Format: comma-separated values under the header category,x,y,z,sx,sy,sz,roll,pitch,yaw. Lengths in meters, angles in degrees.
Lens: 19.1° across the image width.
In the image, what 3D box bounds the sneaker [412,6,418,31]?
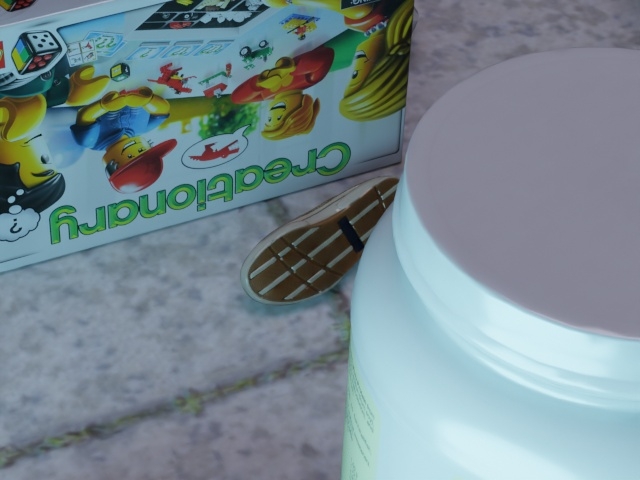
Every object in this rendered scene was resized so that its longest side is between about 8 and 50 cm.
category,x,y,z,sx,sy,sz,roll,pitch,yaw
sneaker,-0.077,-0.148,1.350,0.321,0.127,0.126,-1,42,-42

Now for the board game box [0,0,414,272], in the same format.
category,x,y,z,sx,sy,sz,roll,pitch,yaw
board game box,-0.086,-0.101,1.231,0.305,0.193,0.053,-16,45,-19

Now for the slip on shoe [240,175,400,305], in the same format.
category,x,y,z,sx,sy,sz,roll,pitch,yaw
slip on shoe,0.000,0.000,1.240,0.135,0.051,0.041,-37,15,-26

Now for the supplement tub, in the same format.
category,x,y,z,sx,sy,sz,roll,pitch,yaw
supplement tub,0.128,0.093,0.930,0.235,0.325,0.235,2,42,-2
